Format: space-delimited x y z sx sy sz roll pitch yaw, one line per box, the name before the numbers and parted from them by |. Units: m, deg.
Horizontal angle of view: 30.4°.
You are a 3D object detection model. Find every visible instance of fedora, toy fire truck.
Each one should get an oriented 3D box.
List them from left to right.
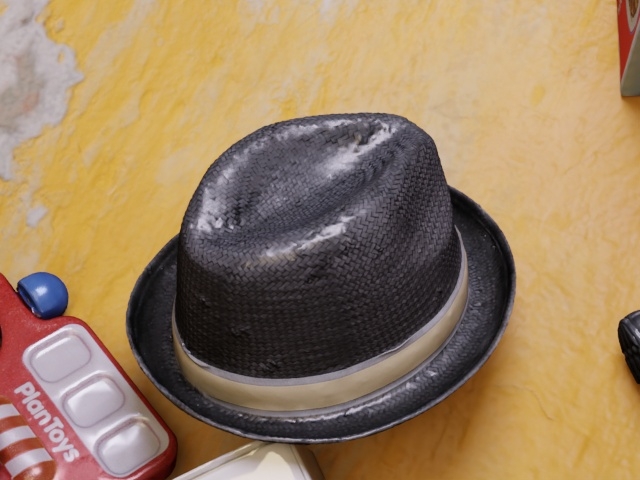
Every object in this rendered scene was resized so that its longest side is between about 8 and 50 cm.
toy fire truck | -0.301 0.143 1.019 0.253 0.169 0.302 -29 61 -27
fedora | 0.000 0.000 0.941 0.333 0.153 0.334 -2 44 2

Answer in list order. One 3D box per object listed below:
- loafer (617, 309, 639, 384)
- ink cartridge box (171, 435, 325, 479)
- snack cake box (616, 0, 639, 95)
loafer | 0.334 0.142 0.968 0.078 0.076 0.223 -37 78 -8
ink cartridge box | -0.062 0.390 0.908 0.285 0.166 0.395 -25 74 1
snack cake box | 0.301 -0.238 0.968 0.089 0.264 0.152 -2 75 7
